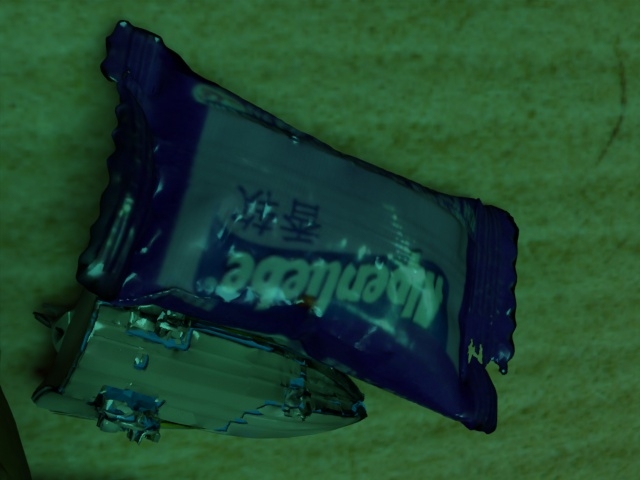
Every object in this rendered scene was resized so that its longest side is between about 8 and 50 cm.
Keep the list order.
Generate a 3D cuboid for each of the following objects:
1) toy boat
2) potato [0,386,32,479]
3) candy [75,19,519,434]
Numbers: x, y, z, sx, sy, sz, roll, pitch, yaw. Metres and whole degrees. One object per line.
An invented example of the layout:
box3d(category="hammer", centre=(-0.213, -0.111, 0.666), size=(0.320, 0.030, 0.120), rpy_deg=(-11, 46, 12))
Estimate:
box3d(category="toy boat", centre=(-0.053, 0.075, 0.546), size=(0.210, 0.066, 0.084), rpy_deg=(20, 92, -34))
box3d(category="potato", centre=(-0.289, 0.110, 0.249), size=(0.442, 0.319, 0.385), rpy_deg=(3, 74, -24))
box3d(category="candy", centre=(0.000, 0.000, 0.524), size=(0.275, 0.070, 0.145), rpy_deg=(24, 62, -27))
